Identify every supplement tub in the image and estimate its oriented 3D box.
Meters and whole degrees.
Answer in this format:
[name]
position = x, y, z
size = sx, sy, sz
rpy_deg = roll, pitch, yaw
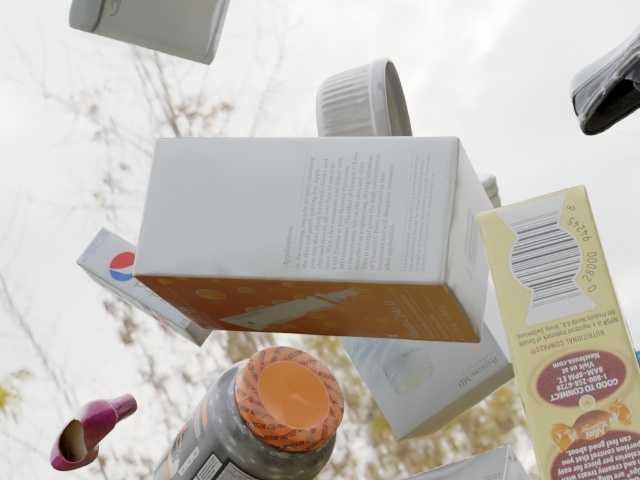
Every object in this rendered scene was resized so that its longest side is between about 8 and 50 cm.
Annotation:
[supplement tub]
position = -0.101, 0.295, 1.942
size = 0.194, 0.193, 0.316
rpy_deg = -5, -34, -35

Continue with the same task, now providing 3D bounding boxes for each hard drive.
[hard drive]
position = -0.194, -0.358, 1.764
size = 0.353, 0.047, 0.233
rpy_deg = -2, -72, -71

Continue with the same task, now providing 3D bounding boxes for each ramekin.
[ramekin]
position = 0.066, -0.156, 2.007
size = 0.109, 0.207, 0.207
rpy_deg = -10, -26, 13

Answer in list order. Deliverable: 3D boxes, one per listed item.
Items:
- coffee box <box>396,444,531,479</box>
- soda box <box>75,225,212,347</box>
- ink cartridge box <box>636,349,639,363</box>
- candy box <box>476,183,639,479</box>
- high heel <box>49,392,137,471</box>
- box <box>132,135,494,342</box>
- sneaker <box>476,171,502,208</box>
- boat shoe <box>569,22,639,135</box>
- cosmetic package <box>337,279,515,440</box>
[coffee box]
position = 0.064, 0.326, 1.307
size = 0.297, 0.168, 0.119
rpy_deg = -22, -69, 24
[soda box]
position = -0.244, 0.066, 1.980
size = 0.069, 0.216, 0.074
rpy_deg = -54, -26, -14
[ink cartridge box]
position = 0.513, 0.317, 1.858
size = 0.129, 0.307, 0.223
rpy_deg = -27, -48, 33
[candy box]
position = 0.199, 0.141, 0.993
size = 0.088, 0.316, 0.183
rpy_deg = -15, -25, 11
[high heel]
position = -0.401, 0.326, 2.235
size = 0.244, 0.082, 0.117
rpy_deg = -33, -9, 38
[box]
position = 0.000, 0.000, 1.531
size = 0.345, 0.168, 0.215
rpy_deg = 1, -19, 19
[sneaker]
position = 0.174, -0.036, 1.748
size = 0.080, 0.094, 0.212
rpy_deg = -24, 11, -10
[boat shoe]
position = 0.490, -0.258, 2.043
size = 0.108, 0.102, 0.301
rpy_deg = 22, -41, -32
[cosmetic package]
position = 0.176, 0.157, 2.141
size = 0.224, 0.224, 0.138
rpy_deg = -39, -18, 23
